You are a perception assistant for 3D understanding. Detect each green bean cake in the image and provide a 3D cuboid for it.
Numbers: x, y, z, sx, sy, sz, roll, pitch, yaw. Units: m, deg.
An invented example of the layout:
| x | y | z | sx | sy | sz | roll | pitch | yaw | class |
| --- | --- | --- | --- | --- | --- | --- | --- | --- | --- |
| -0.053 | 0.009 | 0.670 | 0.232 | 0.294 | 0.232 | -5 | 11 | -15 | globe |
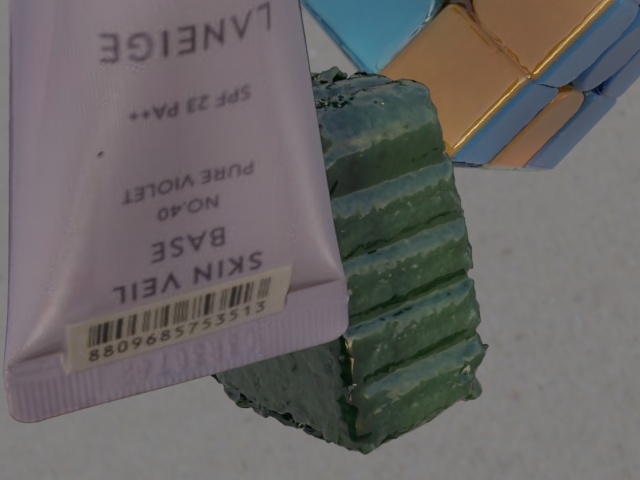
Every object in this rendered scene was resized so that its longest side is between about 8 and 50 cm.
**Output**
| x | y | z | sx | sy | sz | roll | pitch | yaw | class |
| --- | --- | --- | --- | --- | --- | --- | --- | --- | --- |
| 0.000 | 0.000 | 1.115 | 0.107 | 0.208 | 0.193 | -20 | 19 | -25 | green bean cake |

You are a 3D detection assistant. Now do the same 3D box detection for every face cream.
| x | y | z | sx | sy | sz | roll | pitch | yaw | class |
| --- | --- | --- | --- | --- | --- | --- | --- | --- | --- |
| -0.063 | -0.065 | 0.759 | 0.154 | 0.273 | 0.096 | -16 | 28 | -25 | face cream |

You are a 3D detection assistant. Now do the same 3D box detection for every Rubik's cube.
| x | y | z | sx | sy | sz | roll | pitch | yaw | class |
| --- | --- | --- | --- | --- | --- | --- | --- | --- | --- |
| 0.157 | -0.256 | 1.667 | 0.291 | 0.290 | 0.291 | -45 | 76 | 17 | Rubik's cube |
